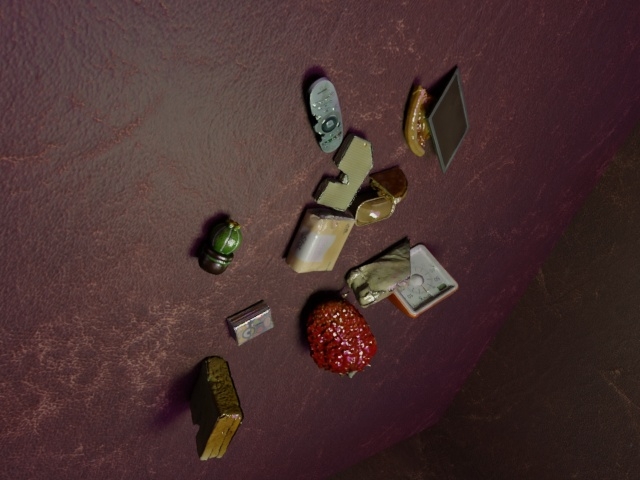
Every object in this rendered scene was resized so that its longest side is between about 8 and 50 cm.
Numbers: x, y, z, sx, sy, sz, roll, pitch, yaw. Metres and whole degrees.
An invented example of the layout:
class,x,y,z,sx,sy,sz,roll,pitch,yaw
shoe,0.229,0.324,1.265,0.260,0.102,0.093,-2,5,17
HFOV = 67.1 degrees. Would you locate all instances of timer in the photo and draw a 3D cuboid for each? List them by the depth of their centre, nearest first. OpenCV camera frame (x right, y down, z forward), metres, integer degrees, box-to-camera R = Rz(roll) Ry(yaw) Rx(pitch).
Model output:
class,x,y,z,sx,sy,sz,roll,pitch,yaw
timer,0.405,0.186,2.024,0.257,0.250,0.161,-28,139,-20

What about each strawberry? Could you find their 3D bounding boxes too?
class,x,y,z,sx,sy,sz,roll,pitch,yaw
strawberry,0.086,0.357,1.914,0.292,0.292,0.344,-19,121,-29

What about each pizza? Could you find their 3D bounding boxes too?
class,x,y,z,sx,sy,sz,roll,pitch,yaw
pizza,0.332,-0.392,1.588,0.134,0.056,0.271,-24,137,-25
pizza,0.234,-0.192,1.649,0.046,0.134,0.175,101,10,-47

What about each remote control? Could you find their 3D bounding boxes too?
class,x,y,z,sx,sy,sz,roll,pitch,yaw
remote control,0.012,-0.347,1.352,0.097,0.045,0.256,-33,144,-13

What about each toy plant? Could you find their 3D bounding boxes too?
class,x,y,z,sx,sy,sz,roll,pitch,yaw
toy plant,-0.283,0.015,1.380,0.092,0.093,0.162,12,113,-47

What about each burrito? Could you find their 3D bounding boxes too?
class,x,y,z,sx,sy,sz,roll,pitch,yaw
burrito,0.266,0.139,1.926,0.347,0.175,0.107,-29,165,-20

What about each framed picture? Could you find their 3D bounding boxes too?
class,x,y,z,sx,sy,sz,roll,pitch,yaw
framed picture,0.440,-0.403,1.649,0.231,0.018,0.293,-58,145,-17

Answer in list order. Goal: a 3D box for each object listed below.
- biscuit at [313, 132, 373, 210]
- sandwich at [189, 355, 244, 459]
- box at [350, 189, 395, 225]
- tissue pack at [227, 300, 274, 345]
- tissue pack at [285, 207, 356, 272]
class,x,y,z,sx,sy,sz,roll,pitch,yaw
biscuit,0.084,-0.213,1.536,0.147,0.046,0.250,9,119,-44
sandwich,-0.370,0.584,1.673,0.095,0.273,0.249,10,117,-30
box,0.184,-0.114,1.672,0.177,0.111,0.111,-18,135,-30
tissue pack,-0.243,0.290,1.690,0.148,0.060,0.109,-25,139,-22
tissue pack,0.000,0.000,1.619,0.186,0.090,0.222,2,123,-45
